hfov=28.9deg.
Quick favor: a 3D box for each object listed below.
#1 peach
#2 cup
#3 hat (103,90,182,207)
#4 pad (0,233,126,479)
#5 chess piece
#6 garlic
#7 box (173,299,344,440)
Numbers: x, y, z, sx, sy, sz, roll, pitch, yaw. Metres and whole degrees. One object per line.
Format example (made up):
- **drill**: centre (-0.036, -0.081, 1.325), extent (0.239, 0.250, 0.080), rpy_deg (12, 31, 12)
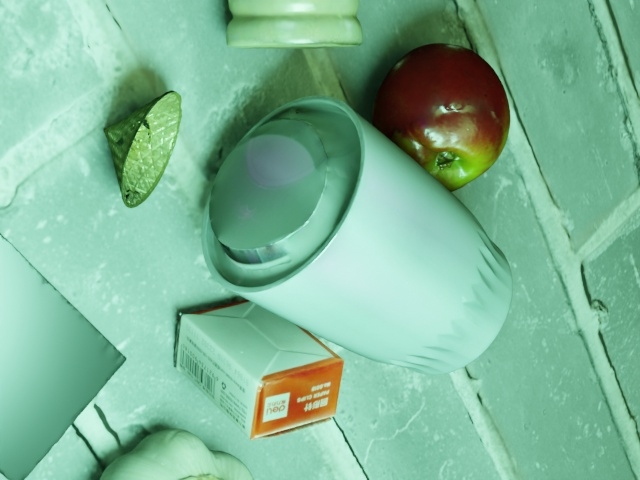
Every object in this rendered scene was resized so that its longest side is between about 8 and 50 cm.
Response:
- **peach**: centre (0.155, -0.171, 1.636), extent (0.197, 0.197, 0.197), rpy_deg (-10, 107, -35)
- **cup**: centre (0.056, 0.007, 1.524), extent (0.371, 0.253, 0.253), rpy_deg (31, 82, -40)
- **hat**: centre (-0.222, -0.117, 1.436), extent (0.146, 0.067, 0.146), rpy_deg (23, 90, -80)
- **pad**: centre (-0.375, 0.121, 1.410), extent (0.202, 0.005, 0.300), rpy_deg (-50, 125, -16)
- **chess piece**: centre (-0.036, -0.378, 1.468), extent (0.167, 0.167, 0.300), rpy_deg (-7, 98, -36)
- **garlic**: centre (-0.196, 0.311, 1.517), extent (0.229, 0.178, 0.143), rpy_deg (-19, 81, -51)
- **box**: centre (-0.078, 0.156, 1.527), extent (0.133, 0.182, 0.099), rpy_deg (-11, 121, -38)
